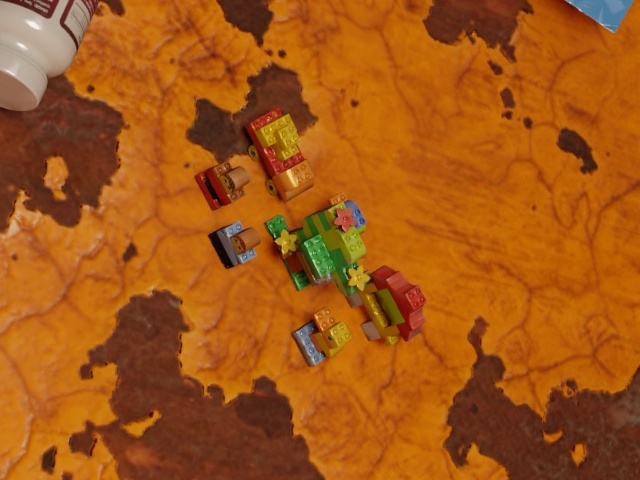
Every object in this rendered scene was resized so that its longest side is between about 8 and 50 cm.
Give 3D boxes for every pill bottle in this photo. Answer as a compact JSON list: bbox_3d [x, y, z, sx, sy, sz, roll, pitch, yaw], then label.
[{"bbox_3d":[-0.210,-0.176,1.376,0.086,0.086,0.152,31,65,-23],"label":"pill bottle"}]

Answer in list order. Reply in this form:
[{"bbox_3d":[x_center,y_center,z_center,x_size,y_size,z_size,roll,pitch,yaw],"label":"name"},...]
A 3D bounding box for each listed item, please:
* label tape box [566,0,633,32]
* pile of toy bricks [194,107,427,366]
[{"bbox_3d":[0.198,-0.383,1.597,0.347,0.115,0.249,36,76,-10],"label":"label tape box"},{"bbox_3d":[0.000,0.000,1.458,0.118,0.105,0.212,-32,97,-33],"label":"pile of toy bricks"}]
